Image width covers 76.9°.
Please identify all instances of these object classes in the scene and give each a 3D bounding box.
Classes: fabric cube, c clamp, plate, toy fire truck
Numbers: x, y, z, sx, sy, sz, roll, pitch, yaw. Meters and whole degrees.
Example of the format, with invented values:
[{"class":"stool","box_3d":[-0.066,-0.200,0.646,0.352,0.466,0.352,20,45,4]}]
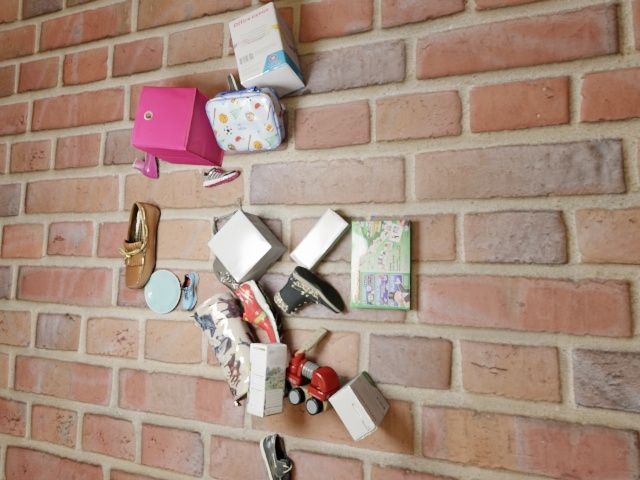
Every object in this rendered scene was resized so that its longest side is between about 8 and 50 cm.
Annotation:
[{"class":"fabric cube","box_3d":[-0.566,-0.461,1.662,0.259,0.259,0.253,9,87,19]},{"class":"c clamp","box_3d":[-0.391,-0.086,1.693,0.161,0.022,0.137,-21,84,14]},{"class":"plate","box_3d":[-0.685,0.223,1.760,0.188,0.024,0.187,-2,85,19]},{"class":"toy fire truck","box_3d":[-0.022,0.453,1.440,0.217,0.159,0.246,13,96,38]}]

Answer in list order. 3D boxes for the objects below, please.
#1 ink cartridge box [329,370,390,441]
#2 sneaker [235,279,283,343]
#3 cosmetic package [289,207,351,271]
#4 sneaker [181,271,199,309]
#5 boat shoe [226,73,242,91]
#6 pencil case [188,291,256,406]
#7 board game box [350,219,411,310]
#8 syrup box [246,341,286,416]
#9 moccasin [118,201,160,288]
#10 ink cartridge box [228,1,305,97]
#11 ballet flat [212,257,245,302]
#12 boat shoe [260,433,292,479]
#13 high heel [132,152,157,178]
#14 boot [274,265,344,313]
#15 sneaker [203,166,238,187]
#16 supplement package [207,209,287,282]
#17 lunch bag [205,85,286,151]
[{"class":"ink cartridge box","box_3d":[0.135,0.545,1.347,0.093,0.212,0.154,-39,74,12]},{"class":"sneaker","box_3d":[-0.232,0.288,1.536,0.119,0.107,0.278,-28,85,3]},{"class":"cosmetic package","box_3d":[0.000,0.000,1.526,0.099,0.060,0.239,43,99,14]},{"class":"sneaker","box_3d":[-0.562,0.212,1.692,0.064,0.073,0.161,3,86,19]},{"class":"boat shoe","box_3d":[-0.354,-0.594,1.695,0.069,0.081,0.227,-24,80,11]},{"class":"pencil case","box_3d":[-0.340,0.413,1.550,0.184,0.160,0.410,-33,75,11]},{"class":"board game box","box_3d":[0.218,0.086,1.452,0.214,0.046,0.316,0,85,20]},{"class":"syrup box","box_3d":[-0.188,0.481,1.413,0.096,0.093,0.236,-8,77,43]},{"class":"moccasin","box_3d":[-0.795,0.022,1.749,0.139,0.147,0.379,11,89,23]},{"class":"ink cartridge box","box_3d":[-0.209,-0.734,1.597,0.198,0.197,0.269,-15,80,17]},{"class":"ballet flat","box_3d":[-0.349,0.164,1.638,0.250,0.058,0.084,42,86,21]},{"class":"boat shoe","box_3d":[-0.145,0.835,1.483,0.079,0.084,0.232,-29,73,15]},{"class":"high heel","box_3d":[-0.744,-0.404,1.829,0.117,0.082,0.243,27,78,-12]},{"class":"boot","box_3d":[-0.046,0.224,1.514,0.236,0.085,0.178,40,119,-3]},{"class":"sneaker","box_3d":[-0.428,-0.278,1.699,0.171,0.063,0.074,-13,87,22]},{"class":"supplement package","box_3d":[-0.284,0.025,1.574,0.194,0.149,0.203,-45,73,10]},{"class":"lunch bag","box_3d":[-0.284,-0.480,1.588,0.304,0.114,0.243,-1,124,17]}]
